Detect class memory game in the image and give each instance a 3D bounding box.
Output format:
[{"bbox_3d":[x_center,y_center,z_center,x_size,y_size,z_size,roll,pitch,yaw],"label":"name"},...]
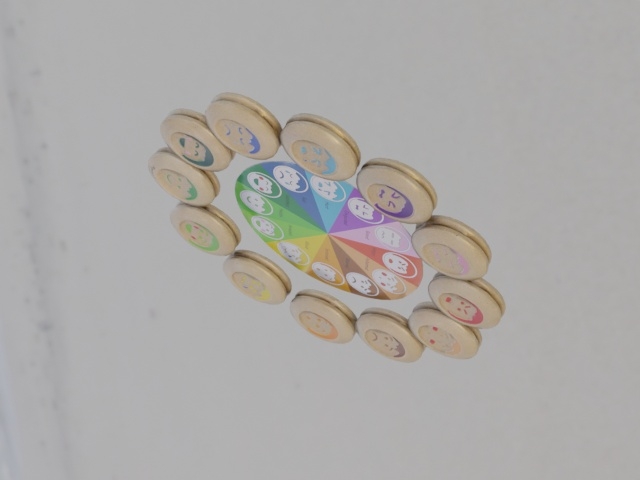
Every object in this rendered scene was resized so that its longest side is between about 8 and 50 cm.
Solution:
[{"bbox_3d":[0.000,0.000,0.793,0.186,0.012,0.186,23,151,14],"label":"memory game"}]
